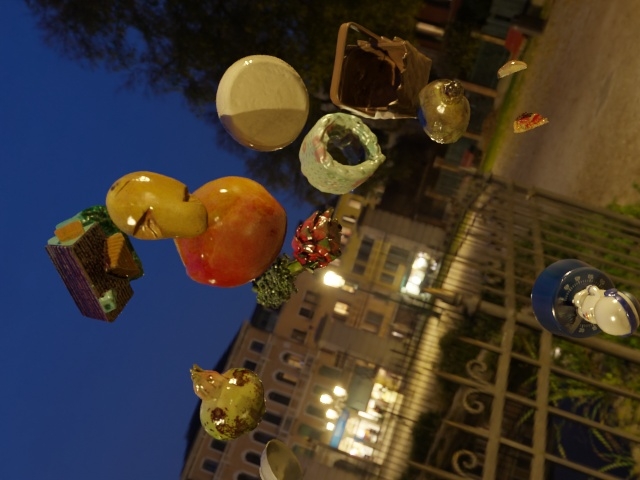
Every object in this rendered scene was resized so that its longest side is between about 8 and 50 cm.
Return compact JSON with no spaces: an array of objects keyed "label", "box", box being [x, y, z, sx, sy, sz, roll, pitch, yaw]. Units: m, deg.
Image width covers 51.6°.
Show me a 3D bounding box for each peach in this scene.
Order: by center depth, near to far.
[{"label":"peach","box":[-0.247,-0.026,1.855,0.332,0.308,0.308,-31,-24,-18]}]

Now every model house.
[{"label":"model house","box":[-0.644,0.071,1.926,0.248,0.229,0.281,31,147,62]}]

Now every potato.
[{"label":"potato","box":[0.561,-0.517,1.965,0.036,0.093,0.037,35,-130,-43]}]

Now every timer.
[{"label":"timer","box":[0.887,0.213,2.133,0.383,0.270,0.271,-152,79,-79]}]

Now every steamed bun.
[{"label":"steamed bun","box":[-0.179,-0.409,1.984,0.177,0.282,0.283,18,90,65]}]

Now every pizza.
[{"label":"pizza","box":[0.610,-0.360,1.959,0.099,0.100,0.029,-93,-16,-55]}]

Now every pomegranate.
[{"label":"pomegranate","box":[-0.288,0.492,2.077,0.222,0.203,0.277,-70,-27,-42]}]

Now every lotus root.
[{"label":"lotus root","box":[0.358,-0.384,1.932,0.309,0.173,0.173,37,-109,-78]}]

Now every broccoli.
[{"label":"broccoli","box":[-0.120,0.125,2.318,0.165,0.146,0.304,-34,1,25]}]

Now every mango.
[{"label":"mango","box":[-0.410,-0.080,1.678,0.130,0.261,0.167,95,-177,-75]}]

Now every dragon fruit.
[{"label":"dragon fruit","box":[-0.007,0.006,2.186,0.188,0.182,0.182,-27,-25,-16]}]

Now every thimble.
[{"label":"thimble","box":[0.057,-0.226,1.768,0.149,0.210,0.186,144,143,-62]}]

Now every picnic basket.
[{"label":"picnic basket","box":[0.159,-0.517,2.087,0.321,0.291,0.254,9,-90,-46]}]

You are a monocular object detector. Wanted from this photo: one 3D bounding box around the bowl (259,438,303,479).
[{"label":"bowl","box":[-0.150,0.778,2.244,0.086,0.189,0.189,-38,1,17]}]
